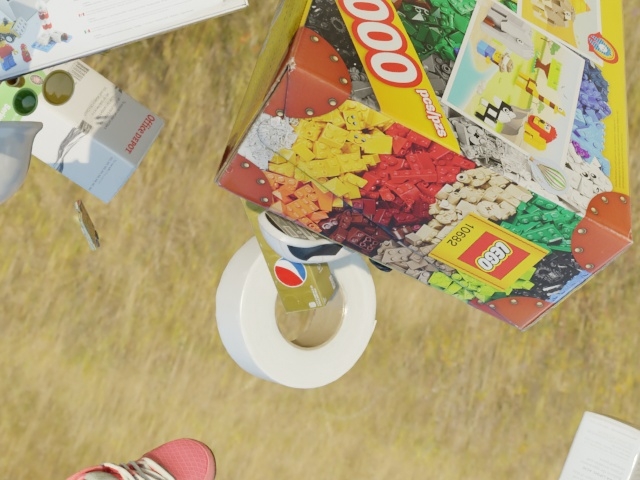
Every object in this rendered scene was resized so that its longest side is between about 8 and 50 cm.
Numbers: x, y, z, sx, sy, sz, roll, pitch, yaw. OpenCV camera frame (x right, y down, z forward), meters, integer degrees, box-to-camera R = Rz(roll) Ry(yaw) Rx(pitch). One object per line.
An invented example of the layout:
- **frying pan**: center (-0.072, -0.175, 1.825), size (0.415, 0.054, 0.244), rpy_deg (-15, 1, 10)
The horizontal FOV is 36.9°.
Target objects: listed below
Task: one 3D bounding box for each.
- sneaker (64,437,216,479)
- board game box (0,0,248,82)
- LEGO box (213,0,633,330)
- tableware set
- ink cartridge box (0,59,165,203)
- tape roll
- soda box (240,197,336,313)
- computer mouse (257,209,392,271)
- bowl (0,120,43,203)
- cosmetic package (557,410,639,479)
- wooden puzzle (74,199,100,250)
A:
- **sneaker**: center (-0.228, 0.305, 1.095), size (0.116, 0.314, 0.136), rpy_deg (26, 127, 27)
- **board game box**: center (-0.254, -0.310, 1.069), size (0.305, 0.193, 0.053), rpy_deg (-19, -169, -12)
- **LEGO box**: center (0.138, -0.206, 1.080), size (0.372, 0.500, 0.193), rpy_deg (25, 138, -13)
- **tableware set**: center (-0.340, -0.228, 1.235), size (0.154, 0.104, 0.024), rpy_deg (-24, 171, 12)
- **ink cartridge box**: center (-0.450, -0.223, 1.778), size (0.273, 0.198, 0.115), rpy_deg (36, 122, -13)
- **tape roll**: center (-0.040, 0.119, 1.717), size (0.286, 0.286, 0.100), rpy_deg (28, 165, -30)
- **soda box**: center (-0.042, 0.002, 1.268), size (0.061, 0.058, 0.181), rpy_deg (-11, 110, 25)
- **computer mouse**: center (0.000, 0.000, 1.094), size (0.193, 0.042, 0.106), rpy_deg (4, -147, -44)
- **bowl**: center (-0.489, -0.078, 1.170), size (0.297, 0.134, 0.298), rpy_deg (0, -173, 0)
- **cosmetic package**: center (0.337, 0.333, 1.195), size (0.085, 0.231, 0.117), rpy_deg (19, 179, 30)
- **wooden puzzle**: center (-0.304, -0.020, 1.248), size (0.006, 0.049, 0.083), rpy_deg (-18, 131, -2)
